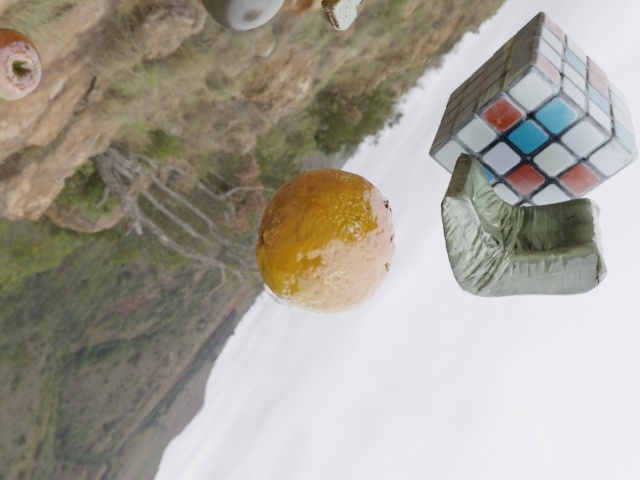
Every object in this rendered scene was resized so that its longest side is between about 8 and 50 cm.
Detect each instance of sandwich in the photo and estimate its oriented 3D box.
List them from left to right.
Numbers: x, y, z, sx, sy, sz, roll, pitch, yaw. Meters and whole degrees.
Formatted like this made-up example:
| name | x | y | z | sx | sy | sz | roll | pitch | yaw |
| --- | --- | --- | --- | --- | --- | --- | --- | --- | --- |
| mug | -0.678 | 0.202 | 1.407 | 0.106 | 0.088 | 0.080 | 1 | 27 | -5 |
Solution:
| name | x | y | z | sx | sy | sz | roll | pitch | yaw |
| --- | --- | --- | --- | --- | --- | --- | --- | --- | --- |
| sandwich | 0.048 | -0.472 | 1.273 | 0.093 | 0.036 | 0.105 | -51 | 161 | -5 |

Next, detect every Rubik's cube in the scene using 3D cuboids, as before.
| name | x | y | z | sx | sy | sz | roll | pitch | yaw |
| --- | --- | --- | --- | --- | --- | --- | --- | --- | --- |
| Rubik's cube | 0.392 | -0.215 | 1.186 | 0.256 | 0.253 | 0.259 | -42 | -167 | 41 |

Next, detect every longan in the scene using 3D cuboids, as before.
| name | x | y | z | sx | sy | sz | roll | pitch | yaw |
| --- | --- | --- | --- | --- | --- | --- | --- | --- | --- |
| longan | -0.150 | -0.510 | 1.233 | 0.212 | 0.198 | 0.198 | -59 | 180 | 43 |

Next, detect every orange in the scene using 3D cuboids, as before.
| name | x | y | z | sx | sy | sz | roll | pitch | yaw |
| --- | --- | --- | --- | --- | --- | --- | --- | --- | --- |
| orange | 0.000 | 0.000 | 1.465 | 0.341 | 0.293 | 0.340 | -171 | -90 | -66 |

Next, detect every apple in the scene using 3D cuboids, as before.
| name | x | y | z | sx | sy | sz | roll | pitch | yaw |
| --- | --- | --- | --- | --- | --- | --- | --- | --- | --- |
| apple | -0.550 | -0.306 | 1.106 | 0.126 | 0.102 | 0.126 | -46 | 144 | -49 |

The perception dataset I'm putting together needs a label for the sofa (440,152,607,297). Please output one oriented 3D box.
| name | x | y | z | sx | sy | sz | roll | pitch | yaw |
| --- | --- | --- | --- | --- | --- | --- | --- | --- | --- |
| sofa | 0.313 | -0.033 | 0.982 | 0.226 | 0.176 | 0.210 | -3 | -155 | 23 |
